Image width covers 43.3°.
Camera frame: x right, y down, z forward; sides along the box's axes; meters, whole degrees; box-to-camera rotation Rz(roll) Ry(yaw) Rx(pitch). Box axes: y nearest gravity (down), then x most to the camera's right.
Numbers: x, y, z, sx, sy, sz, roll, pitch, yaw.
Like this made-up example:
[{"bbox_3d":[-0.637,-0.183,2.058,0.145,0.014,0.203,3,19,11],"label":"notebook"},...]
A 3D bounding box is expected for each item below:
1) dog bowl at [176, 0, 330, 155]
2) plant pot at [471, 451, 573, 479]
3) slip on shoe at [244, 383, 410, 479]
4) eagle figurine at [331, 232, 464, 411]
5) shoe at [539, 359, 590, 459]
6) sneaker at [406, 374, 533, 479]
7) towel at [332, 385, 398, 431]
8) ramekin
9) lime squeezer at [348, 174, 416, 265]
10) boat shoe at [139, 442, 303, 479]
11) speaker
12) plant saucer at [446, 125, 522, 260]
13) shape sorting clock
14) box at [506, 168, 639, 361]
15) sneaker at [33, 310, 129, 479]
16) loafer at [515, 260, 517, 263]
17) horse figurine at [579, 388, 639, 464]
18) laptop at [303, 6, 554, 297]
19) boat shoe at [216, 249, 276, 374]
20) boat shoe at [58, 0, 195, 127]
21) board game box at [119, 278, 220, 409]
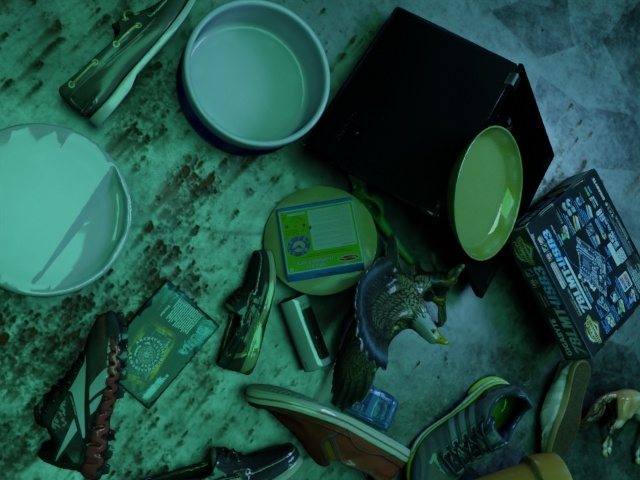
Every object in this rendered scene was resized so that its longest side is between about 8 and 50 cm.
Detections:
[{"bbox_3d":[-0.122,-0.288,1.448,0.264,0.104,0.265,2,84,-19],"label":"dog bowl"},{"bbox_3d":[0.360,0.509,1.501,0.187,0.205,0.205,-5,86,-4],"label":"plant pot"},{"bbox_3d":[0.008,0.345,1.425,0.331,0.123,0.101,31,80,-18],"label":"slip on shoe"},{"bbox_3d":[0.125,0.134,1.425,0.298,0.225,0.227,-28,106,-27],"label":"eagle figurine"},{"bbox_3d":[0.486,0.343,1.632,0.076,0.058,0.219,27,79,-36],"label":"shoe"},{"bbox_3d":[0.278,0.370,1.512,0.300,0.121,0.111,-45,99,-18],"label":"sneaker"},{"bbox_3d":[0.087,0.300,1.500,0.119,0.029,0.067,30,74,-14],"label":"towel"},{"bbox_3d":[-0.444,-0.042,1.292,0.272,0.127,0.273,2,83,-19],"label":"ramekin"},{"bbox_3d":[0.105,-0.095,1.547,0.110,0.058,0.311,-10,86,-53],"label":"lime squeezer"},{"bbox_3d":[-0.168,0.395,1.361,0.285,0.103,0.093,-18,95,-15],"label":"boat shoe"},{"bbox_3d":[-0.028,0.165,1.460,0.055,0.055,0.136,-20,91,-21],"label":"speaker"},{"bbox_3d":[0.290,-0.085,1.446,0.240,0.037,0.241,-14,108,-47],"label":"plant saucer"},{"bbox_3d":[0.000,0.000,1.470,0.206,0.040,0.206,-1,70,2],"label":"shape sorting clock"},{"bbox_3d":[0.526,0.043,1.624,0.293,0.073,0.296,-33,97,-36],"label":"box"},{"bbox_3d":[-0.381,0.242,1.283,0.135,0.097,0.276,11,95,-13],"label":"sneaker"},{"bbox_3d":[0.449,0.043,1.659,0.125,0.039,0.045,18,123,-17],"label":"loafer"},{"bbox_3d":[0.655,0.373,1.680,0.263,0.066,0.175,17,84,-20],"label":"horse figurine"},{"bbox_3d":[0.233,-0.173,1.571,0.382,0.236,0.408,-58,136,-22],"label":"laptop"},{"bbox_3d":[-0.132,0.121,1.413,0.073,0.080,0.224,13,85,-23],"label":"boat shoe"},{"bbox_3d":[-0.322,-0.337,1.378,0.091,0.109,0.305,38,77,-17],"label":"boat shoe"},{"bbox_3d":[-0.279,0.177,1.382,0.126,0.026,0.186,44,72,-11],"label":"board game box"}]
